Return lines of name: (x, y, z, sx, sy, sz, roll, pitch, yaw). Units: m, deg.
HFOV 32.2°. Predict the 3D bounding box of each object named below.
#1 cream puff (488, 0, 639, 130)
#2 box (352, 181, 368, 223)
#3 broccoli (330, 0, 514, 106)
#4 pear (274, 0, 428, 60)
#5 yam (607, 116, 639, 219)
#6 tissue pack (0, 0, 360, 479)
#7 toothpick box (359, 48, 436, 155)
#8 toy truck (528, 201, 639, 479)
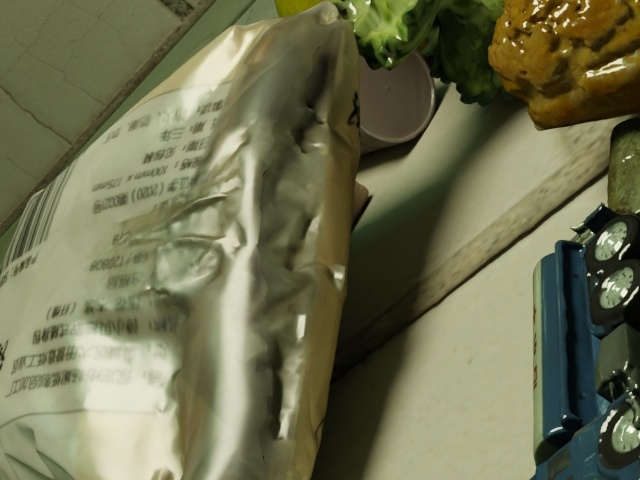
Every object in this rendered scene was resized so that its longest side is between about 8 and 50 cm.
cream puff: (0.162, -0.119, 0.605, 0.144, 0.103, 0.126, -16, 5, 17)
box: (0.000, 0.000, 0.943, 0.115, 0.025, 0.048, -58, 14, -22)
broccoli: (0.126, -0.282, 0.803, 0.338, 0.277, 0.317, -43, 12, 42)
pear: (0.053, -0.254, 1.051, 0.200, 0.200, 0.200, -44, 19, 20)
yam: (0.170, -0.030, 0.571, 0.043, 0.043, 0.094, -37, 22, 37)
tissue pack: (-0.115, 0.052, 0.801, 0.375, 0.195, 0.390, -30, 43, 52)
toothpick box: (0.023, -0.120, 1.001, 0.149, 0.098, 0.098, -14, 41, 60)
toy truck: (0.125, 0.059, 0.457, 0.088, 0.074, 0.201, -44, 18, 33)
